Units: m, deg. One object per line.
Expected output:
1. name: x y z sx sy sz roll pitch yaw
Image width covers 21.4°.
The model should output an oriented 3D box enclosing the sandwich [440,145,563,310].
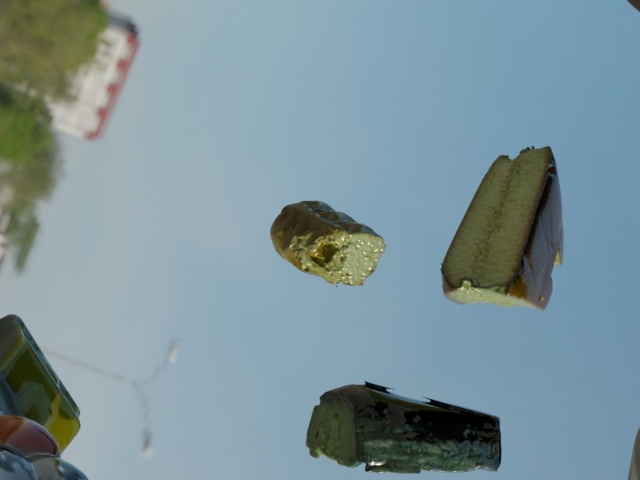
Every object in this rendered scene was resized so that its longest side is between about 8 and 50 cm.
1. sandwich: 0.181 0.007 1.638 0.244 0.090 0.088 -63 144 -50

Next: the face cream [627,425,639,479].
1. face cream: 0.263 0.199 0.897 0.218 0.218 0.179 -91 -177 -61

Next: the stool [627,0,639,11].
1. stool: 0.263 -0.248 1.301 0.121 0.217 0.125 -19 155 -50

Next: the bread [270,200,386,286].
1. bread: 0.000 0.000 1.475 0.066 0.060 0.110 -39 -143 -17

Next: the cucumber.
1. cucumber: 0.081 0.187 1.654 0.115 0.193 0.086 27 71 -87

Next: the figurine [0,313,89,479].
1. figurine: -0.179 0.137 0.775 0.285 0.342 0.167 -133 -139 -58
